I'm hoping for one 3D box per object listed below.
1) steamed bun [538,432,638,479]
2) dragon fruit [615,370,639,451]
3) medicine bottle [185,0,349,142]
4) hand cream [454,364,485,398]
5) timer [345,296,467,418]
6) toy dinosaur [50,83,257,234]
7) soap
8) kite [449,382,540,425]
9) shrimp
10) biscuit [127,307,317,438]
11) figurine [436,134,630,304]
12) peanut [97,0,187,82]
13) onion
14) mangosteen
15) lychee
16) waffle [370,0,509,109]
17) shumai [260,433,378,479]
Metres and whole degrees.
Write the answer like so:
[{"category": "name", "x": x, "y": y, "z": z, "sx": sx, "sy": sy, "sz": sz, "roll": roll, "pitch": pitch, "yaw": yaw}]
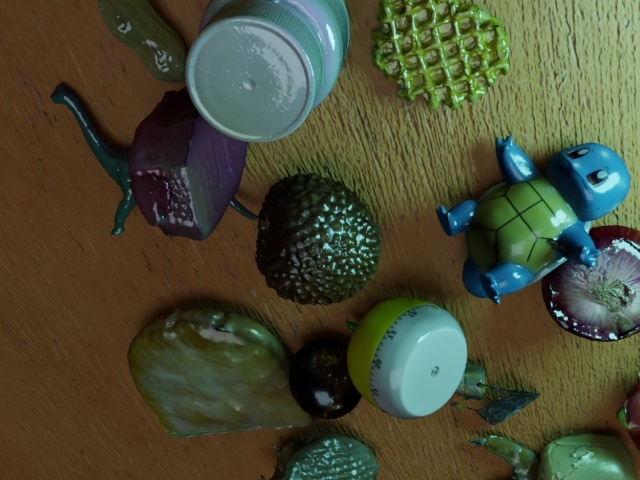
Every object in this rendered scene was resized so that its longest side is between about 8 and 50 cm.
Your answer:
[{"category": "steamed bun", "x": 0.669, "y": 0.629, "z": 1.652, "sx": 0.232, "sy": 0.166, "sz": 0.272, "roll": -4, "pitch": 104, "yaw": 7}, {"category": "dragon fruit", "x": 0.791, "y": 0.399, "z": 1.478, "sx": 0.224, "sy": 0.224, "sz": 0.227, "roll": -23, "pitch": 133, "yaw": 23}, {"category": "medicine bottle", "x": -0.083, "y": -0.314, "z": 1.090, "sx": 0.241, "sy": 0.302, "sz": 0.241, "roll": 5, "pitch": 125, "yaw": 7}, {"category": "hand cream", "x": 0.297, "y": 0.338, "z": 1.608, "sx": 0.203, "sy": 0.084, "sz": 0.083, "roll": 2, "pitch": 124, "yaw": 15}, {"category": "timer", "x": 0.160, "y": 0.243, "z": 1.488, "sx": 0.286, "sy": 0.285, "sz": 0.285, "roll": 5, "pitch": 125, "yaw": 7}, {"category": "toy dinosaur", "x": -0.343, "y": -0.179, "z": 1.365, "sx": 0.384, "sy": 0.129, "sz": 0.330, "roll": -5, "pitch": 114, "yaw": 12}, {"category": "soap", "x": -0.238, "y": -0.151, "z": 1.217, "sx": 0.128, "sy": 0.324, "sz": 0.220, "roll": -3, "pitch": 121, "yaw": 17}, {"category": "kite", "x": 0.410, "y": 0.384, "z": 1.577, "sx": 0.152, "sy": 0.015, "sz": 0.286, "roll": -43, "pitch": 139, "yaw": 21}, {"category": "shrimp", "x": 0.506, "y": 0.633, "z": 1.753, "sx": 0.185, "sy": 0.068, "sz": 0.286, "roll": -14, "pitch": 110, "yaw": -2}, {"category": "biscuit", "x": -0.280, "y": 0.342, "z": 1.696, "sx": 0.430, "sy": 0.104, "sz": 0.446, "roll": -13, "pitch": 123, "yaw": 17}, {"category": "figurine", "x": 0.390, "y": -0.014, "z": 1.267, "sx": 0.243, "sy": 0.297, "sz": 0.416, "roll": 6, "pitch": 136, "yaw": -37}, {"category": "peanut", "x": -0.322, "y": -0.381, "z": 1.213, "sx": 0.090, "sy": 0.098, "sz": 0.214, "roll": -35, "pitch": 115, "yaw": 18}, {"category": "onion", "x": 0.570, "y": 0.083, "z": 1.334, "sx": 0.248, "sy": 0.161, "sz": 0.247, "roll": 1, "pitch": 116, "yaw": 2}, {"category": "mangosteen", "x": 0.008, "y": 0.344, "z": 1.606, "sx": 0.192, "sy": 0.192, "sz": 0.217, "roll": 21, "pitch": 145, "yaw": -4}, {"category": "lychee", "x": 0.000, "y": 0.000, "z": 1.334, "sx": 0.268, "sy": 0.267, "sz": 0.267, "roll": 5, "pitch": 125, "yaw": 7}, {"category": "waffle", "x": 0.216, "y": -0.352, "z": 1.163, "sx": 0.253, "sy": 0.056, "sz": 0.248, "roll": 17, "pitch": 126, "yaw": 1}, {"category": "shumai", "x": -0.017, "y": 0.665, "z": 1.819, "sx": 0.262, "sy": 0.314, "sz": 0.266, "roll": -23, "pitch": 86, "yaw": 61}]
